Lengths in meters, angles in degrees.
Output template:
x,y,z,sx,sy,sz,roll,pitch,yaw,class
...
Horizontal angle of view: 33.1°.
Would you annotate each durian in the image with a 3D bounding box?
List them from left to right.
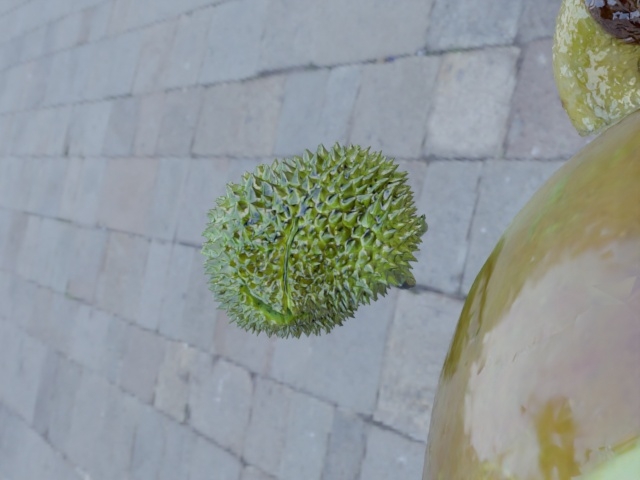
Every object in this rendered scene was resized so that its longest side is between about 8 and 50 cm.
x,y,z,sx,sy,sz,roll,pitch,yaw,class
-0.002,-0.006,0.854,0.146,0.198,0.159,60,163,7,durian

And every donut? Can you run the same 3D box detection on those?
x,y,z,sx,sy,sz,roll,pitch,yaw,class
0.262,-0.176,0.821,0.151,0.112,0.295,59,157,0,donut

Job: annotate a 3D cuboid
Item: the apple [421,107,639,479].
x,y,z,sx,sy,sz,roll,pitch,yaw,class
0.220,0.116,0.425,0.374,0.374,0.384,-55,36,35,apple
